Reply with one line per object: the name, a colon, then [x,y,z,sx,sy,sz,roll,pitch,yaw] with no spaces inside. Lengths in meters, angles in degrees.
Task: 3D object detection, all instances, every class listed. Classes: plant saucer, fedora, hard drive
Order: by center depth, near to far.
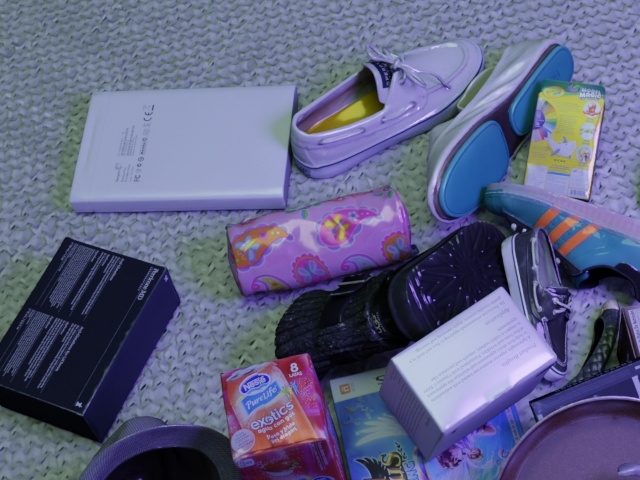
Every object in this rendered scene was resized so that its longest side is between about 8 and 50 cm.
plant saucer: [0.366,0.348,1.614,0.310,0.050,0.311,0,90,2]
fedora: [-0.232,0.332,1.698,0.243,0.276,0.124,-5,25,-25]
hard drive: [-0.221,-0.153,2.121,0.353,0.047,0.233,-1,56,9]

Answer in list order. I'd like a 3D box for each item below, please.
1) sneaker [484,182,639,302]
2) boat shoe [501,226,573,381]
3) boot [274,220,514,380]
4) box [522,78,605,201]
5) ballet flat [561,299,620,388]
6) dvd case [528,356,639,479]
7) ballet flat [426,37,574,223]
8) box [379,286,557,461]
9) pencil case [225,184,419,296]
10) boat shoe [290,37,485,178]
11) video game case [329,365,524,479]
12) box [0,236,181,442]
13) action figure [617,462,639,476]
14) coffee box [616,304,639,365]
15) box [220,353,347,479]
sneaker: [0.363,0.001,1.877,0.302,0.108,0.121,21,93,31]
boat shoe: [0.317,0.088,1.816,0.070,0.077,0.219,-25,72,37]
boot: [0.114,0.087,1.851,0.260,0.348,0.131,-25,84,39]
box: [0.377,-0.156,1.980,0.105,0.043,0.179,10,89,15]
ballet flat: [0.384,0.154,1.807,0.049,0.057,0.173,22,63,6]
dvd case: [0.396,0.286,1.653,0.179,0.029,0.239,-22,90,2]
ballet flat: [0.254,-0.176,2.025,0.139,0.139,0.400,27,61,24]
box: [0.187,0.177,1.666,0.181,0.182,0.119,-31,73,-14]
pencil case: [0.000,0.000,1.944,0.284,0.124,0.124,-15,56,-2]
boat shoe: [0.105,-0.250,2.064,0.367,0.156,0.136,-29,57,-10]
video game case: [0.157,0.289,1.756,0.244,0.061,0.270,-14,56,1]
box: [-0.353,0.144,1.911,0.184,0.103,0.261,15,60,22]
action figure: [0.496,0.429,1.480,0.178,0.330,0.341,-19,9,-38]
coffee box: [0.537,0.144,1.742,0.246,0.141,0.098,-10,55,4]
box: [-0.041,0.270,1.681,0.122,0.257,0.128,-14,55,2]
